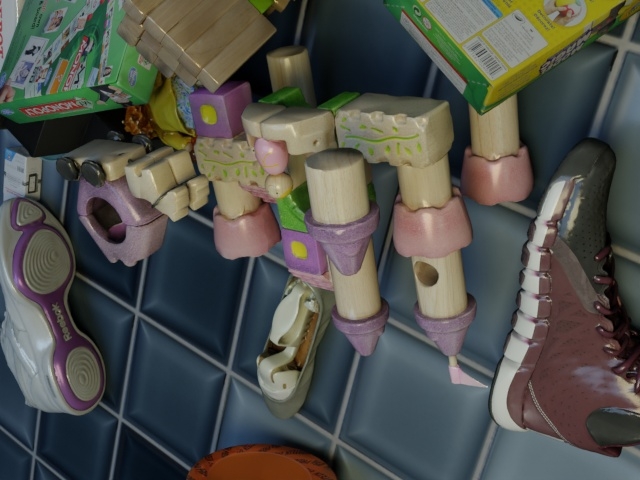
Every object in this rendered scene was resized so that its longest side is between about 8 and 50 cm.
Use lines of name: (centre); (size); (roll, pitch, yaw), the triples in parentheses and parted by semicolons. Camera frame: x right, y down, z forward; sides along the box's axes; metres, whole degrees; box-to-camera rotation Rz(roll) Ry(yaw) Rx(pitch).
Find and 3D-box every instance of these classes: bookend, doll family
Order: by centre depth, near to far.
doll family: (-0.158, -0.193, 0.975); (0.163, 0.118, 0.262); (-10, 85, 47)
bookend: (-0.277, -0.122, 1.083); (0.157, 0.156, 0.072); (42, 123, 21)

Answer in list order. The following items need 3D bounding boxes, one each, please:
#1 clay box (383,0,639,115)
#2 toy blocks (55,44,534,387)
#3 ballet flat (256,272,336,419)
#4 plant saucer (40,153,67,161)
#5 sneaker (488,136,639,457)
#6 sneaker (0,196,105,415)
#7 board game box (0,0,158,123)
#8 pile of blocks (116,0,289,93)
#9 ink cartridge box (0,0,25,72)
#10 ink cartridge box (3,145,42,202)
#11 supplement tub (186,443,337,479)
clay box: (0.175, -0.208, 0.717); (0.127, 0.222, 0.053); (53, 166, 16)
toy blocks: (0.000, 0.000, 0.810); (0.289, 0.309, 0.260); (12, 124, 35)
ballet flat: (-0.038, 0.115, 1.010); (0.072, 0.068, 0.213); (35, 120, 27)
plant saucer: (-0.354, -0.164, 1.219); (0.119, 0.021, 0.119); (9, 106, 35)
sneaker: (0.249, 0.061, 0.768); (0.163, 0.106, 0.281); (22, 122, 26)
sneaker: (-0.399, 0.095, 1.254); (0.152, 0.114, 0.305); (-11, 93, 38)
board game box: (-0.228, -0.283, 0.979); (0.214, 0.046, 0.317); (0, 69, 37)
pile of blocks: (-0.084, -0.292, 0.882); (0.113, 0.149, 0.362); (-27, 45, 63)
ink cartridge box: (-0.422, -0.324, 1.172); (0.283, 0.117, 0.207); (16, 110, 35)
ink cartridge box: (-0.413, -0.084, 1.278); (0.048, 0.028, 0.083); (23, 114, 32)
supplement tub: (-0.070, 0.413, 1.015); (0.207, 0.207, 0.338); (15, 109, 35)
